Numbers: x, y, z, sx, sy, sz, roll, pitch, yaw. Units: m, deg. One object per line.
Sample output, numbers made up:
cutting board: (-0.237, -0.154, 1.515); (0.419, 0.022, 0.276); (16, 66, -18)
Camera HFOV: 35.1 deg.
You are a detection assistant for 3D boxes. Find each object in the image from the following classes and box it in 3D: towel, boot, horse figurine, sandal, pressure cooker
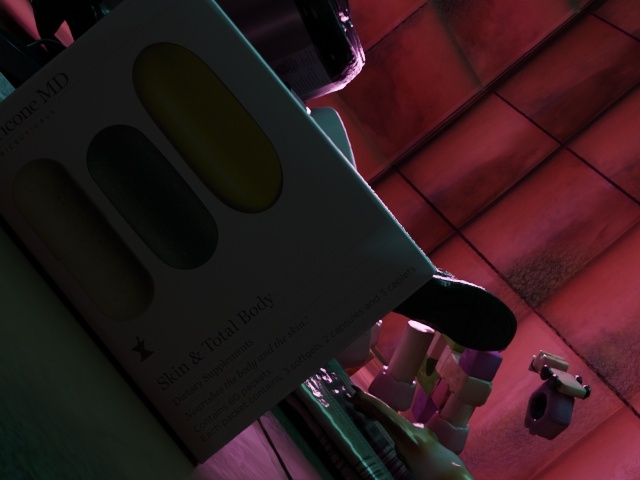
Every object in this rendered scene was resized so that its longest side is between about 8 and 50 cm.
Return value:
towel: (0.055, 0.258, 1.176); (0.324, 0.056, 0.312); (53, 5, 12)
boot: (0.153, 0.070, 1.449); (0.236, 0.085, 0.178); (23, 8, -20)
horse figurine: (0.138, 0.275, 1.116); (0.174, 0.066, 0.263); (55, -2, -42)
sandal: (-0.289, -0.185, 1.098); (0.097, 0.054, 0.254); (41, 0, 9)
pressure cooker: (-0.184, -0.330, 1.436); (0.375, 0.421, 0.369); (-86, 154, -65)

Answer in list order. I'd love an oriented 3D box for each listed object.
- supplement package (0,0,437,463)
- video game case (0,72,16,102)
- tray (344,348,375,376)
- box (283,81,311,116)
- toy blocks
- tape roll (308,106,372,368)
supplement package: (-0.079, -0.019, 0.731); (0.262, 0.199, 0.198); (51, 2, 2)
video game case: (-0.296, -0.146, 0.849); (0.157, 0.019, 0.143); (50, 1, -11)
tray: (-0.033, 0.095, 1.939); (0.203, 0.076, 0.411); (50, 1, -21)
box: (-0.097, -0.100, 1.258); (0.059, 0.183, 0.232); (50, 13, -17)
toy blocks: (0.185, 0.241, 1.570); (0.309, 0.260, 0.288); (19, 14, -16)
tape roll: (0.000, 0.000, 1.477); (0.392, 0.072, 0.391); (174, -90, -82)
